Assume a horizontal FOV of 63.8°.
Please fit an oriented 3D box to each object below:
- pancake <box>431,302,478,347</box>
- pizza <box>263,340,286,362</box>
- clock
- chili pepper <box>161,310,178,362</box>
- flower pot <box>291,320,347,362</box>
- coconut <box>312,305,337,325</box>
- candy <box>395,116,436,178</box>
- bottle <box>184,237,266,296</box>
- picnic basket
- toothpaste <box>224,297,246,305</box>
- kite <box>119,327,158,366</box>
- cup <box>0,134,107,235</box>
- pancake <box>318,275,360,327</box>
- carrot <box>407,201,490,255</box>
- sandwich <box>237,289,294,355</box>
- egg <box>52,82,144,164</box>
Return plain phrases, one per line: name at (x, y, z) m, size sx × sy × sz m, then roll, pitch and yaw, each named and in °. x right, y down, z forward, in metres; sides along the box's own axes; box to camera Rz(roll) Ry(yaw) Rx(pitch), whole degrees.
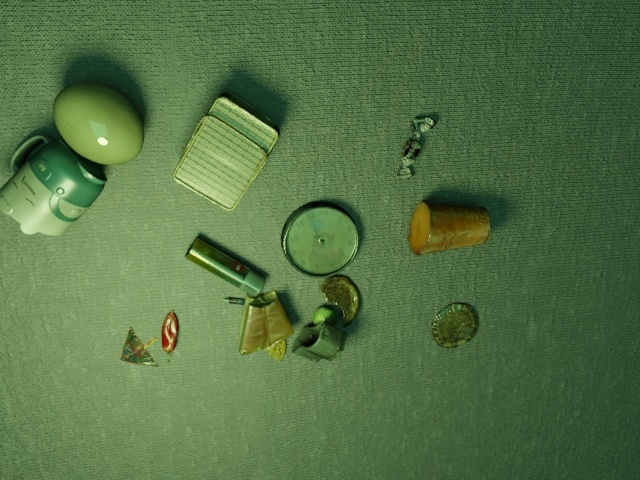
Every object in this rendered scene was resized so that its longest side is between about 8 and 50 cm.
pancake at (0.529, 0.336, 2.023) m, size 0.199 × 0.021 × 0.199 m, roll -3°, pitch 108°, yaw -8°
pizza at (-0.185, 0.409, 1.945) m, size 0.109 × 0.026 × 0.123 m, roll 5°, pitch 108°, yaw -7°
clock at (0.000, 0.000, 1.820) m, size 0.281 × 0.055 × 0.280 m, roll -3°, pitch 109°, yaw -7°
chili pepper at (-0.546, 0.345, 1.860) m, size 0.059 × 0.050 × 0.191 m, roll 6°, pitch 95°, yaw -7°
flower pot at (-0.008, 0.374, 1.868) m, size 0.108 × 0.229 × 0.103 m, roll 28°, pitch 61°, yaw -16°
coconut at (0.021, 0.290, 1.904) m, size 0.096 × 0.088 × 0.088 m, roll 25°, pitch 105°, yaw 13°
candy at (0.323, -0.315, 1.764) m, size 0.094 × 0.051 × 0.226 m, roll 19°, pitch 104°, yaw -17°
bottle at (-0.327, 0.096, 1.791) m, size 0.286 × 0.082 × 0.082 m, roll 33°, pitch 101°, yaw -17°
picnic basket at (-0.293, -0.283, 1.621) m, size 0.228 × 0.175 × 0.313 m, roll 32°, pitch 101°, yaw -16°
toothpaste at (-0.308, 0.220, 1.868) m, size 0.083 × 0.019 × 0.027 m, roll 9°, pitch 106°, yaw -18°
kite at (-0.664, 0.401, 1.883) m, size 0.159 × 0.010 × 0.190 m, roll -26°, pitch 111°, yaw -1°
cup at (-0.826, -0.185, 1.574) m, size 0.257 × 0.219 × 0.289 m, roll -43°, pitch 77°, yaw 6°
pancake at (0.069, 0.220, 1.884) m, size 0.190 × 0.020 × 0.184 m, roll 20°, pitch 82°, yaw -26°
carrot at (0.458, -0.034, 1.808) m, size 0.254 × 0.196 × 0.196 m, roll 2°, pitch 108°, yaw -12°
sandwich at (-0.230, 0.291, 1.852) m, size 0.220 × 0.108 × 0.186 m, roll -26°, pitch 110°, yaw -3°
egg at (-0.653, -0.345, 1.528) m, size 0.219 × 0.219 × 0.269 m, roll -40°, pitch 106°, yaw 6°
